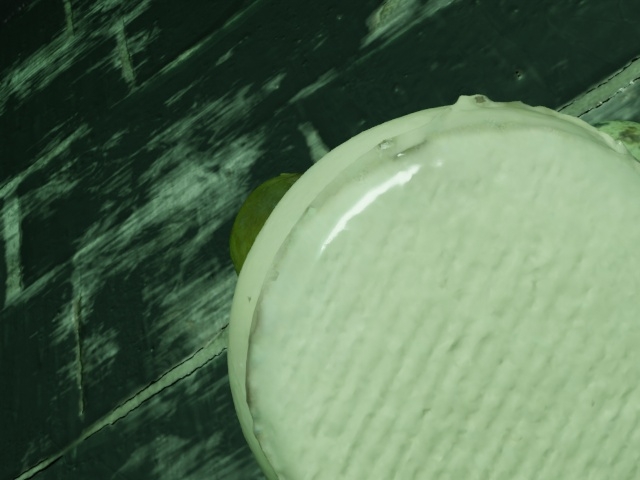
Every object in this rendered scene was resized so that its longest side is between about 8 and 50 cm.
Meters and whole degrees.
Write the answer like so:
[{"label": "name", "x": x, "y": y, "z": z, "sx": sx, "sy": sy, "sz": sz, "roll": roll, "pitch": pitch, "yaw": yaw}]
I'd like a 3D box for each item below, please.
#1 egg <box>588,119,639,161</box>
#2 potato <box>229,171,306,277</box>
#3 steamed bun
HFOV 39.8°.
[{"label": "egg", "x": 0.256, "y": -0.037, "z": 0.833, "sx": 0.182, "sy": 0.141, "sz": 0.141, "roll": -24, "pitch": 45, "yaw": 35}, {"label": "potato", "x": 0.001, "y": -0.001, "z": 1.007, "sx": 0.197, "sy": 0.148, "sz": 0.228, "roll": -37, "pitch": 37, "yaw": -12}, {"label": "steamed bun", "x": 0.113, "y": 0.079, "z": 0.708, "sx": 0.374, "sy": 0.374, "sz": 0.241, "roll": -46, "pitch": 5, "yaw": -1}]
